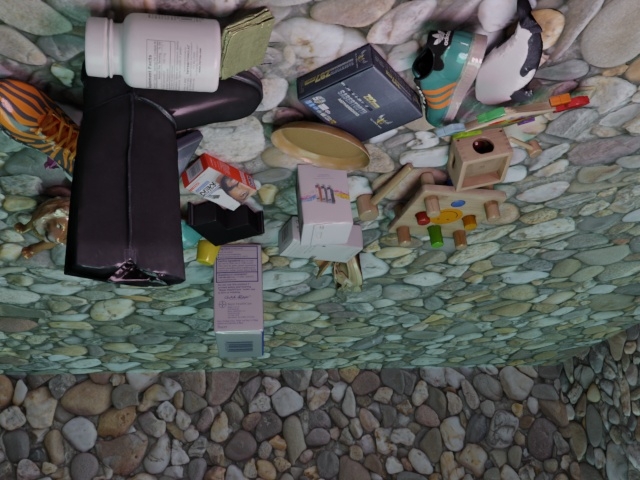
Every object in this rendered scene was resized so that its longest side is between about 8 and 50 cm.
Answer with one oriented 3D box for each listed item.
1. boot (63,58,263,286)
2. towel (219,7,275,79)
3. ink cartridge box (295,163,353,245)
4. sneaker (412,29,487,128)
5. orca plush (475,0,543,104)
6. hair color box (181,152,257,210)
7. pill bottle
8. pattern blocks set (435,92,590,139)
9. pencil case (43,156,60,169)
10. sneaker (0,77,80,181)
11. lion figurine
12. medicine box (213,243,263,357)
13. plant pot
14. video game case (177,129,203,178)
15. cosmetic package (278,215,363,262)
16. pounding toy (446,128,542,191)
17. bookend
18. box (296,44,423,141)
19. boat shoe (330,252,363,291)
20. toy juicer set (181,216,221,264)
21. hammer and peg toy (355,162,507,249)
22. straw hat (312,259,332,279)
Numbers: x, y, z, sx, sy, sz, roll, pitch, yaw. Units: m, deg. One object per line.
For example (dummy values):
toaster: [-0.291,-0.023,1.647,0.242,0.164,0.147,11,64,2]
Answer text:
boot: [-0.281,-0.130,1.355,0.367,0.445,0.146,3,154,-17]
towel: [-0.143,-0.366,1.332,0.110,0.027,0.148,-28,164,-24]
ink cartridge box: [0.006,-0.090,1.818,0.127,0.176,0.128,-2,155,-7]
sneaker: [0.242,-0.334,1.454,0.121,0.108,0.302,16,160,1]
orca plush: [0.388,-0.382,1.420,0.151,0.102,0.287,35,160,22]
hair color box: [-0.251,-0.144,1.775,0.093,0.053,0.167,-38,144,24]
pill bottle: [-0.299,-0.339,1.280,0.229,0.131,0.131,1,154,-13]
pattern blocks set: [0.412,-0.271,1.547,0.285,0.026,0.325,-14,180,39]
pencil case: [-0.518,-0.176,1.635,0.209,0.095,0.098,19,111,-39]
sneaker: [-0.500,-0.210,1.427,0.180,0.125,0.321,12,160,38]
lion figurine: [-0.652,-0.017,1.931,0.240,0.142,0.392,-22,165,16]
medicine box: [-0.254,0.194,2.239,0.149,0.289,0.263,-1,155,-5]
plant pot: [0.003,-0.219,1.634,0.236,0.032,0.236,14,167,3]
video game case: [-0.394,-0.145,1.672,0.196,0.026,0.274,-34,175,-37]
cosmetic package: [0.000,0.000,2.121,0.231,0.085,0.117,8,152,-24]
pounding toy: [0.424,-0.225,1.728,0.206,0.094,0.181,-13,151,-5]
bookend: [-0.258,-0.061,1.951,0.156,0.072,0.157,-15,153,17]
box: [0.087,-0.302,1.520,0.183,0.059,0.232,-20,152,27]
boat shoe: [0.085,0.104,2.340,0.098,0.109,0.302,-7,161,0]
toy juicer set: [-0.430,-0.027,1.996,0.209,0.089,0.329,6,162,19]
hammer and peg toy: [0.297,-0.081,1.954,0.361,0.127,0.266,4,153,-19]
straw hat: [0.006,0.055,2.257,0.061,0.144,0.144,38,150,4]
